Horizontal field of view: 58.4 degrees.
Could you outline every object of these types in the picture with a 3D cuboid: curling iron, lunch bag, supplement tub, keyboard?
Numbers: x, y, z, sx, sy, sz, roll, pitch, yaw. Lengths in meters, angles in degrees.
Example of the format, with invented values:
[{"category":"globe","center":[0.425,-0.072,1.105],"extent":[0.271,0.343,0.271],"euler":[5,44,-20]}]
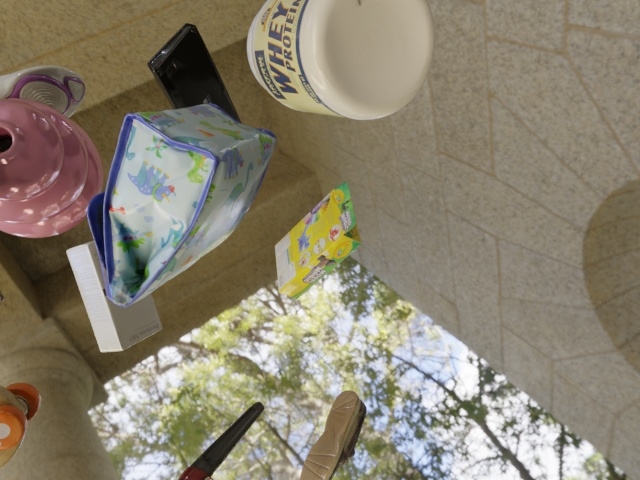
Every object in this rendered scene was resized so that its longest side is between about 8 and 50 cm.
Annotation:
[{"category":"curling iron","center":[-0.148,0.305,0.729],"extent":[0.274,0.068,0.035],"euler":[-45,-44,-53]},{"category":"lunch bag","center":[-0.116,-0.030,0.476],"extent":[0.151,0.096,0.129],"euler":[-67,-10,23]},{"category":"supplement tub","center":[0.018,-0.339,1.001],"extent":[0.235,0.325,0.235],"euler":[-8,-72,-25]},{"category":"keyboard","center":[-0.235,-0.214,1.050],"extent":[0.201,0.033,0.317],"euler":[-60,-25,-21]}]

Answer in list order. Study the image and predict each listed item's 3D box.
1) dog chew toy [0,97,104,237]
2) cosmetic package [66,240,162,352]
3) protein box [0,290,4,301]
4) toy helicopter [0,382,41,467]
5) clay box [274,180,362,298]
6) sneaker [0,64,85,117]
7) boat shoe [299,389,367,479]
[{"category":"dog chew toy","center":[-0.429,-0.111,0.831],"extent":[0.207,0.332,0.206],"euler":[1,-93,-18]},{"category":"cosmetic package","center":[-0.432,0.107,1.209],"extent":[0.117,0.085,0.231],"euler":[-28,-77,-54]},{"category":"protein box","center":[-0.493,0.012,0.601],"extent":[0.201,0.200,0.136],"euler":[-31,-24,-22]},{"category":"toy helicopter","center":[-0.750,0.325,1.104],"extent":[0.355,0.140,0.235],"euler":[43,-92,-16]},{"category":"clay box","center":[0.000,0.000,1.107],"extent":[0.053,0.127,0.222],"euler":[27,-54,-33]},{"category":"sneaker","center":[-0.587,-0.261,1.036],"extent":[0.305,0.152,0.114],"euler":[-29,-41,-34]},{"category":"boat shoe","center":[0.043,0.528,1.457],"extent":[0.092,0.103,0.285],"euler":[42,-119,-30]}]
